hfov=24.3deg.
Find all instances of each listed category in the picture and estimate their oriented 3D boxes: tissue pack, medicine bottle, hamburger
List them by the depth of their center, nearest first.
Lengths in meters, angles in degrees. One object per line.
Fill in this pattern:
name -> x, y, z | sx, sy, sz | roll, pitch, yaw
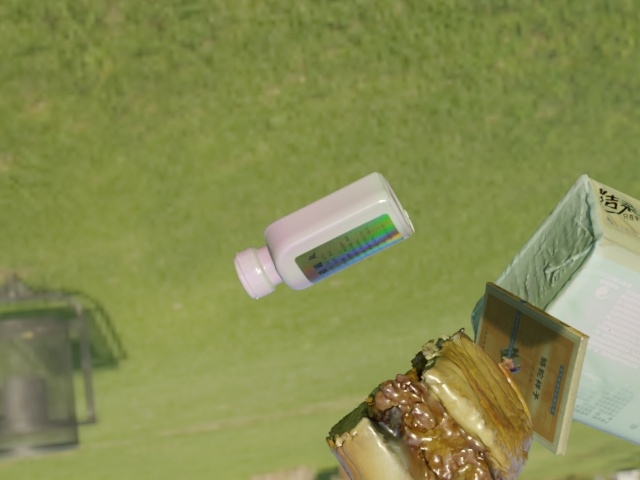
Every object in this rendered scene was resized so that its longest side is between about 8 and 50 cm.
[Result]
hamburger -> 0.115, 0.185, 1.387 | 0.155, 0.245, 0.282 | -35, 128, 13
medicine bottle -> 0.000, 0.000, 1.855 | 0.219, 0.078, 0.115 | -26, 151, 7
tissue pack -> 0.487, 0.129, 2.299 | 0.405, 0.205, 0.332 | 22, 124, -21

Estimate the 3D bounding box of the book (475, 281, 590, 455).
book -> 0.280, 0.172, 2.051 | 0.018, 0.170, 0.241 | 3, -166, -27
